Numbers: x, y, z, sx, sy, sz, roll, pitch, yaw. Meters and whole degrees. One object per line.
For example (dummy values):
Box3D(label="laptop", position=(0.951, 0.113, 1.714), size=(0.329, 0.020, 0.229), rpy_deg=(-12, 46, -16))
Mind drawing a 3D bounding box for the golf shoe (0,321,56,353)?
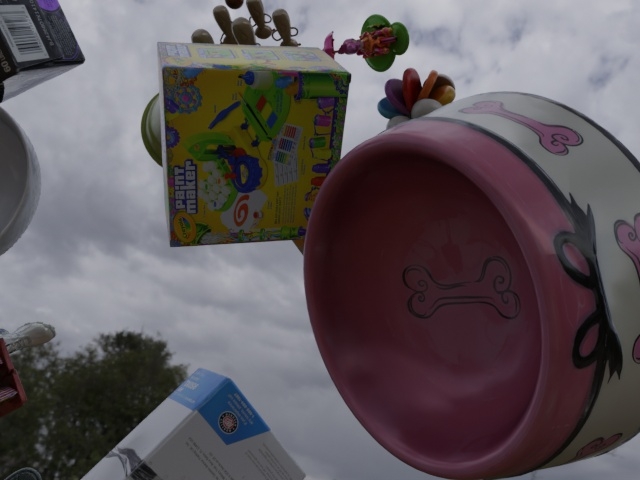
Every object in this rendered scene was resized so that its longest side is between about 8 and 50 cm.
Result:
Box3D(label="golf shoe", position=(-0.742, 0.252, 1.382), size=(0.176, 0.086, 0.069), rpy_deg=(-10, -61, -7))

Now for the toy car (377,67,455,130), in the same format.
Box3D(label="toy car", position=(0.203, -0.311, 1.259), size=(0.136, 0.159, 0.182), rpy_deg=(43, -42, -20))

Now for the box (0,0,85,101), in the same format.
Box3D(label="box", position=(-0.514, -0.282, 0.811), size=(0.270, 0.143, 0.165), rpy_deg=(-15, -74, 22))

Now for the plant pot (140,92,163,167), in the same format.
Box3D(label="plant pot", position=(-0.318, -0.326, 1.473), size=(0.276, 0.276, 0.254), rpy_deg=(15, -14, -18))

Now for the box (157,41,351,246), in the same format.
Box3D(label="box", position=(-0.121, -0.161, 0.943), size=(0.279, 0.177, 0.290), rpy_deg=(-3, -59, -17))

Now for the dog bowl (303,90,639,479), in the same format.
Box3D(label="dog bowl", position=(0.134, 0.054, 0.591), size=(0.150, 0.408, 0.408), rpy_deg=(-11, -18, -35))

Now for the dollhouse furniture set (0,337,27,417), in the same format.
Box3D(label="dollhouse furniture set", position=(-0.828, 0.362, 1.188), size=(0.374, 0.152, 0.201), rpy_deg=(-29, -6, 26))

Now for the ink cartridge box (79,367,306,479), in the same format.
Box3D(label="ink cartridge box", position=(-0.268, 0.490, 1.085), size=(0.166, 0.395, 0.285), rpy_deg=(-5, -57, 56))

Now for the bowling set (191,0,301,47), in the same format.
Box3D(label="bowling set", position=(-0.198, -0.573, 1.534), size=(0.286, 0.200, 0.154), rpy_deg=(-9, -34, 9))

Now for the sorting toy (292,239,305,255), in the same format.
Box3D(label="sorting toy", position=(0.000, 0.000, 1.643), size=(0.193, 0.038, 0.208), rpy_deg=(-18, -68, 37))

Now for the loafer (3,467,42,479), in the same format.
Box3D(label="loafer", position=(-0.738, 0.606, 1.235), size=(0.267, 0.096, 0.084), rpy_deg=(-32, -7, -28))

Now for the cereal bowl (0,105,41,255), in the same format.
Box3D(label="cereal bowl", position=(-0.667, -0.091, 1.009), size=(0.338, 0.339, 0.141), rpy_deg=(7, -16, -5))

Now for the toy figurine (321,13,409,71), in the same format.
Box3D(label="toy figurine", position=(0.084, -0.430, 1.261), size=(0.159, 0.130, 0.173), rpy_deg=(-22, 21, -28))
